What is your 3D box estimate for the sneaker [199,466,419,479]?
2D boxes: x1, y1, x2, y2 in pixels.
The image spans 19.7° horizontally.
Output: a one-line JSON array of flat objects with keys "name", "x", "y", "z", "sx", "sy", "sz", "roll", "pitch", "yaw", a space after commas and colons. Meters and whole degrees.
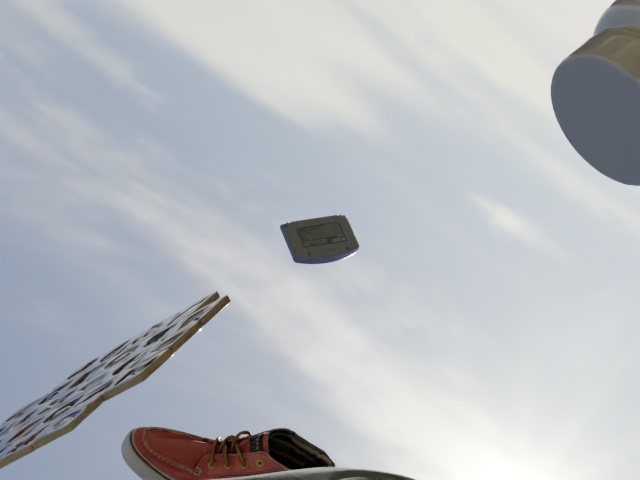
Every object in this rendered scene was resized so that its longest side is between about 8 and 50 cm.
[{"name": "sneaker", "x": -0.035, "y": 0.191, "z": 1.143, "sx": 0.108, "sy": 0.100, "sz": 0.271, "roll": -14, "pitch": -178, "yaw": -44}]

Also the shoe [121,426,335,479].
[{"name": "shoe", "x": -0.077, "y": 0.187, "z": 1.593, "sx": 0.178, "sy": 0.081, "sz": 0.063, "roll": 25, "pitch": -144, "yaw": -18}]

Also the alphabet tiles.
[{"name": "alphabet tiles", "x": -0.247, "y": 0.158, "z": 1.867, "sx": 0.011, "sy": 0.342, "sz": 0.285, "roll": 56, "pitch": -144, "yaw": -7}]

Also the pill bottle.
[{"name": "pill bottle", "x": 0.439, "y": -0.228, "z": 2.097, "sx": 0.204, "sy": 0.361, "sz": 0.204, "roll": 37, "pitch": 149, "yaw": 27}]

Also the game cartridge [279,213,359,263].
[{"name": "game cartridge", "x": 0.000, "y": 0.000, "z": 2.099, "sx": 0.083, "sy": 0.017, "sz": 0.056, "roll": -8, "pitch": -124, "yaw": -25}]
